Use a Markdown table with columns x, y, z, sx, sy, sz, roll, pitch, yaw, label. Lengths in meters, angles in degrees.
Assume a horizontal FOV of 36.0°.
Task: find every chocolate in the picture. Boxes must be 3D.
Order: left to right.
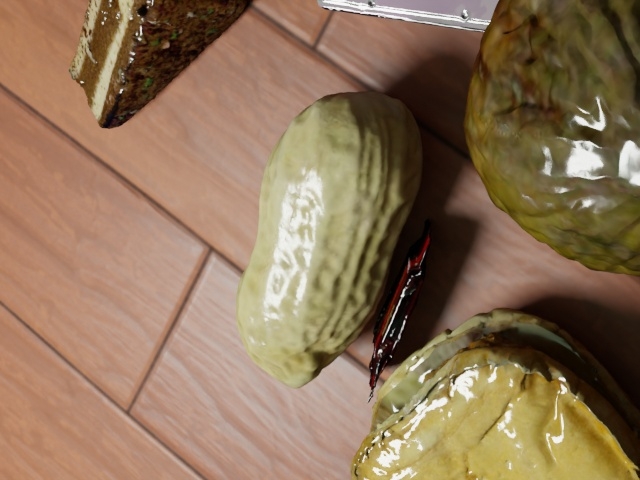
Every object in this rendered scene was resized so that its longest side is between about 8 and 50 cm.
| x | y | z | sx | sy | sz | roll | pitch | yaw | label |
| --- | --- | --- | --- | --- | --- | --- | --- | --- | --- |
| 0.079 | 0.069 | 0.969 | 0.028 | 0.086 | 0.183 | 21 | 109 | -2 | chocolate |

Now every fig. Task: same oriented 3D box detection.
| x | y | z | sx | sy | sz | roll | pitch | yaw | label |
| --- | --- | --- | --- | --- | --- | --- | --- | --- | --- |
| 0.239 | -0.090 | 0.685 | 0.286 | 0.369 | 0.286 | 2 | 104 | 10 | fig |

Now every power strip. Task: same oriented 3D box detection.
| x | y | z | sx | sy | sz | roll | pitch | yaw | label |
| --- | --- | --- | --- | --- | --- | --- | --- | --- | --- |
| 0.118 | -0.250 | 0.900 | 0.278 | 0.037 | 0.109 | 14 | 107 | 23 | power strip |

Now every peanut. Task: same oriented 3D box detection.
| x | y | z | sx | sy | sz | roll | pitch | yaw | label |
| --- | --- | --- | --- | --- | --- | --- | --- | --- | --- |
| 0.000 | 0.000 | 0.957 | 0.152 | 0.152 | 0.313 | 24 | 117 | 20 | peanut |

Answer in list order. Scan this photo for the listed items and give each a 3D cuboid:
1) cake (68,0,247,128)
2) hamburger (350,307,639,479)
| x | y | z | sx | sy | sz | roll | pitch | yaw | label |
| --- | --- | --- | --- | --- | --- | --- | --- | --- | --- |
| -0.173 | -0.226 | 1.050 | 0.112 | 0.135 | 0.246 | 60 | 148 | 17 | cake |
| 0.163 | 0.212 | 0.922 | 0.283 | 0.144 | 0.259 | -40 | 87 | 23 | hamburger |
